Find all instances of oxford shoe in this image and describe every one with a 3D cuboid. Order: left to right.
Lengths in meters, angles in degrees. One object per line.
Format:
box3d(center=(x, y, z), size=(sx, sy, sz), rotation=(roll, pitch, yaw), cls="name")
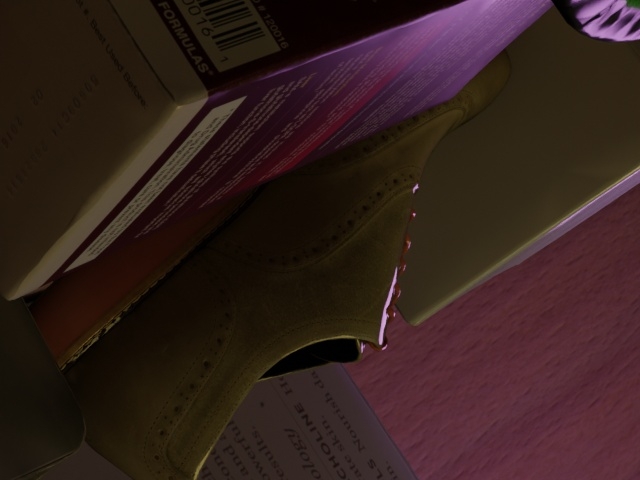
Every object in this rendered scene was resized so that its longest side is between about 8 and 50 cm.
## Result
box3d(center=(0.000, 0.000, 0.733), size=(0.348, 0.130, 0.123), rotation=(-40, 177, -27), cls="oxford shoe")

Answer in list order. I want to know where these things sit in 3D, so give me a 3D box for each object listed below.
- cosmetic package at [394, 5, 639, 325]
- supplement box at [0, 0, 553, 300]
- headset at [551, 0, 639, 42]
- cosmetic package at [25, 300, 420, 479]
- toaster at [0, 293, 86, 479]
box3d(center=(0.147, -0.075, 0.938), size=(0.224, 0.138, 0.225), rotation=(-37, 174, 27), cls="cosmetic package")
box3d(center=(-0.008, -0.075, 0.474), size=(0.239, 0.073, 0.130), rotation=(-26, 171, -42), cls="supplement box")
box3d(center=(0.152, -0.138, 0.296), size=(0.243, 0.185, 0.394), rotation=(-35, 164, 7), cls="headset")
box3d(center=(-0.160, 0.238, 0.908), size=(0.329, 0.327, 0.394), rotation=(-37, 172, 28), cls="cosmetic package")
box3d(center=(-0.212, 0.095, 0.565), size=(0.168, 0.110, 0.186), rotation=(-37, 172, 22), cls="toaster")
